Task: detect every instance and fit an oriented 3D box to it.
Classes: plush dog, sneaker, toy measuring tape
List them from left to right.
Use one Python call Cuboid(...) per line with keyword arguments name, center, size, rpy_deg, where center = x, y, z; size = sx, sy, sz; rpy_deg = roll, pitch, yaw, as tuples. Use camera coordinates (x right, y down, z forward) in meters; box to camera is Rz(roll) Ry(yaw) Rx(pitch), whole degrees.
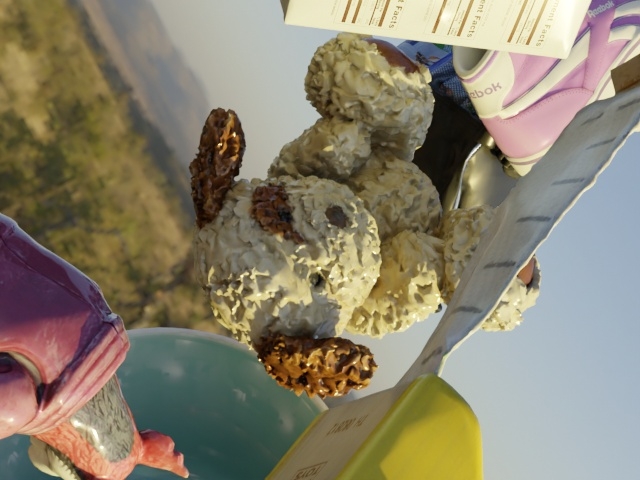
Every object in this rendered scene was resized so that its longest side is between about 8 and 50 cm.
Cuboid(name="plush dog", center=(0.000, 0.000, 1.062), size=(0.210, 0.225, 0.262), rpy_deg=(-40, -104, 47))
Cuboid(name="toy measuring tape", center=(0.044, 0.085, 0.352), size=(0.121, 0.330, 0.121), rpy_deg=(31, -28, 19))
Cuboid(name="sneaker", center=(0.212, -0.209, 1.218), size=(0.102, 0.282, 0.161), rpy_deg=(-8, -49, 49))

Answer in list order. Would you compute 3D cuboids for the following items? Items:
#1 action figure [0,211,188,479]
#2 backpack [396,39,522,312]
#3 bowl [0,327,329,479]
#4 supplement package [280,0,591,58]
Cuboid(name="action figure", center=(-0.198, -0.002, 0.697), size=(0.370, 0.276, 0.248), rpy_deg=(39, 24, -12))
Cuboid(name="backpack", center=(0.168, -0.106, 1.433), size=(0.213, 0.263, 0.276), rpy_deg=(46, -36, 22))
Cuboid(name="bowl", center=(-0.130, 0.241, 1.115), size=(0.163, 0.311, 0.311), rpy_deg=(99, -32, -55))
Cuboid(name="supplement package", center=(0.074, -0.246, 0.944), size=(0.194, 0.203, 0.149), rpy_deg=(-104, -156, -47))
